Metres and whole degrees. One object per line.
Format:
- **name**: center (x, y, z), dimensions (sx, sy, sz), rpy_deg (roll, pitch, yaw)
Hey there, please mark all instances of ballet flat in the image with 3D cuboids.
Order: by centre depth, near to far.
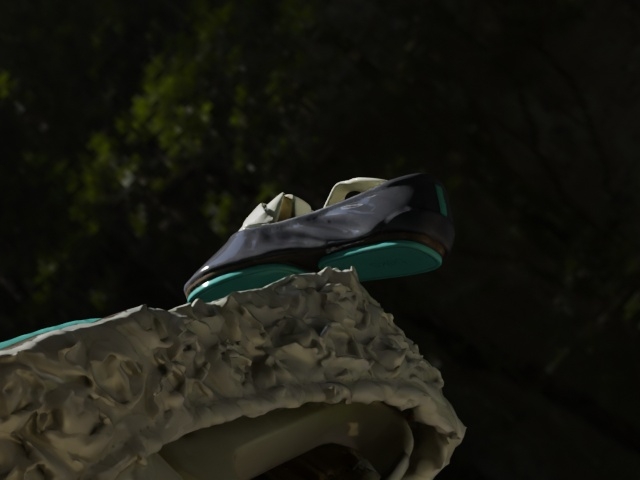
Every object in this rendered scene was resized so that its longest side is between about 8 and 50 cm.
- **ballet flat**: center (-0.057, 0.097, 0.734), dimensions (0.409, 0.147, 0.147), rpy_deg (-18, -41, -57)
- **ballet flat**: center (0.000, 0.000, 1.148), dimensions (0.203, 0.074, 0.074), rpy_deg (-16, -13, 38)
